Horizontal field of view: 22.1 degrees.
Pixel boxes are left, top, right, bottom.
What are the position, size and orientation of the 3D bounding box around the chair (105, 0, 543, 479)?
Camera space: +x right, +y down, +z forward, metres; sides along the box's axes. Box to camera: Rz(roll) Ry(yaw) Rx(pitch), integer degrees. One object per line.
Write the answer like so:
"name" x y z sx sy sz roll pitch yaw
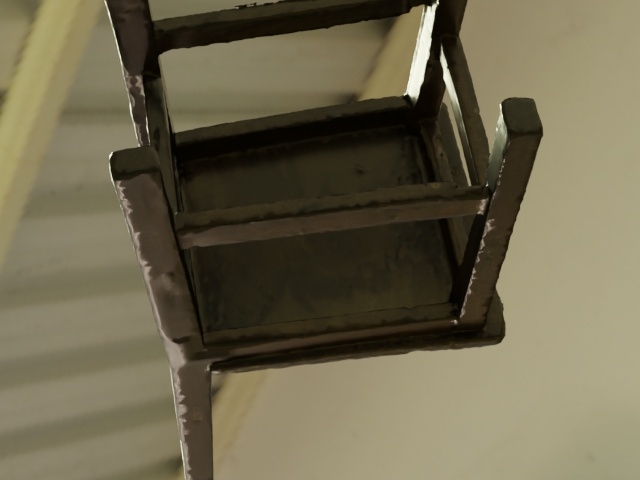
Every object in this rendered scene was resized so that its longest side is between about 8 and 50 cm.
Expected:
"chair" 0.000 0.000 1.098 0.240 0.203 0.416 -9 -34 -4
